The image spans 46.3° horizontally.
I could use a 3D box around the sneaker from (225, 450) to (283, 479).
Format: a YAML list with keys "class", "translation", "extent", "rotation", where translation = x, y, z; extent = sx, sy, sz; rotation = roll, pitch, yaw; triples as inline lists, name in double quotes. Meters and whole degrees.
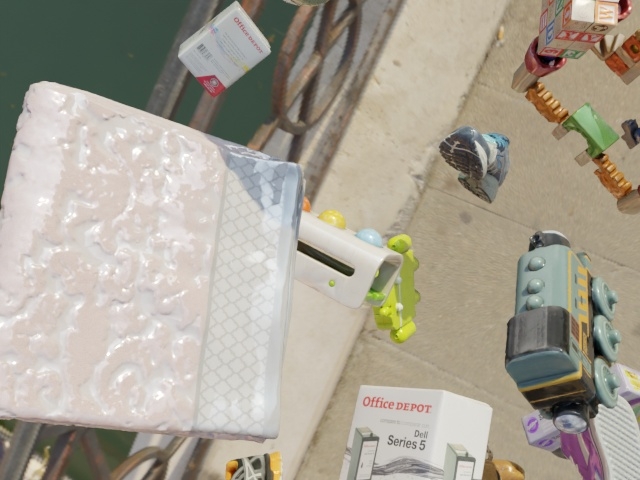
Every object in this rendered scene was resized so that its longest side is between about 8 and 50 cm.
- class: "sneaker"
  translation: [-0.091, 0.354, 0.995]
  extent: [0.083, 0.215, 0.084]
  rotation: [2, 100, -3]

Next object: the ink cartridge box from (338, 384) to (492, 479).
- class: "ink cartridge box"
  translation: [0.129, 0.362, 1.117]
  extent: [0.198, 0.115, 0.272]
  rotation: [-11, 60, 53]

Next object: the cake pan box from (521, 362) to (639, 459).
- class: "cake pan box"
  translation: [0.580, 0.361, 1.512]
  extent: [0.267, 0.246, 0.070]
  rotation: [-44, 34, 36]

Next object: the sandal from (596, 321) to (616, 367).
- class: "sandal"
  translation: [0.632, 0.252, 1.776]
  extent: [0.120, 0.086, 0.302]
  rotation: [-23, 78, 49]

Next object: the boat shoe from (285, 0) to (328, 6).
- class: "boat shoe"
  translation: [-0.028, -0.382, 0.747]
  extent: [0.103, 0.113, 0.302]
  rotation: [6, 96, 47]

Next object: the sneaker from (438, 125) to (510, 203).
- class: "sneaker"
  translation: [0.334, -0.187, 1.570]
  extent: [0.110, 0.283, 0.122]
  rotation: [34, 86, 25]

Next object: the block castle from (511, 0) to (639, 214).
- class: "block castle"
  translation: [0.676, -0.309, 1.637]
  extent: [0.303, 0.213, 0.453]
  rotation: [-37, 84, -15]

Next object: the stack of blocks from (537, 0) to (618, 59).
- class: "stack of blocks"
  translation: [0.502, -0.527, 1.456]
  extent: [0.087, 0.171, 0.297]
  rotation: [6, 81, -3]

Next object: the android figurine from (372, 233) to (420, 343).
- class: "android figurine"
  translation: [0.178, 0.112, 1.734]
  extent: [0.056, 0.273, 0.248]
  rotation: [-1, 94, 22]

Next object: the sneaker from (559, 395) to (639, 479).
- class: "sneaker"
  translation: [0.482, 0.403, 1.266]
  extent: [0.102, 0.161, 0.282]
  rotation: [-1, 75, -13]

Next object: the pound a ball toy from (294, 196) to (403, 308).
- class: "pound a ball toy"
  translation: [0.000, 0.000, 1.400]
  extent: [0.319, 0.208, 0.135]
  rotation: [27, 99, 24]

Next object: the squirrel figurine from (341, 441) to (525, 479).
- class: "squirrel figurine"
  translation: [0.233, 0.551, 1.554]
  extent: [0.397, 0.370, 0.281]
  rotation: [-8, 56, 20]

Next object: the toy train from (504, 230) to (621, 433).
- class: "toy train"
  translation: [0.378, 0.131, 1.178]
  extent: [0.142, 0.334, 0.190]
  rotation: [-20, 123, 34]

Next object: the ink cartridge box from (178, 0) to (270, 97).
- class: "ink cartridge box"
  translation: [-0.221, -0.446, 1.741]
  extent: [0.176, 0.127, 0.128]
  rotation: [-35, 115, 11]

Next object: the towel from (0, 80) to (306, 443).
- class: "towel"
  translation: [-0.171, 0.031, 0.774]
  extent: [0.317, 0.053, 0.331]
  rotation: [14, 71, -25]
